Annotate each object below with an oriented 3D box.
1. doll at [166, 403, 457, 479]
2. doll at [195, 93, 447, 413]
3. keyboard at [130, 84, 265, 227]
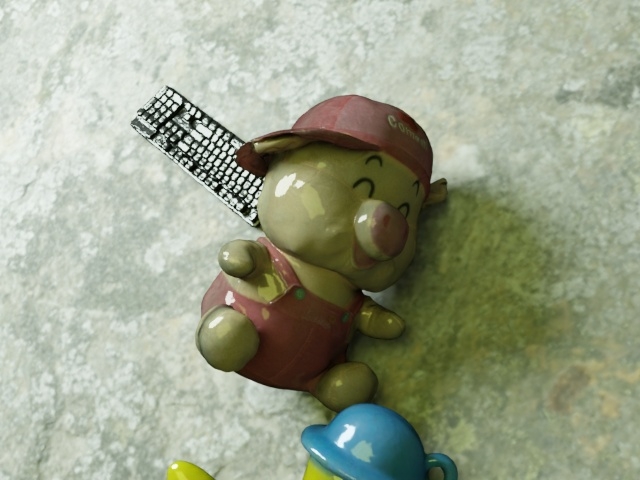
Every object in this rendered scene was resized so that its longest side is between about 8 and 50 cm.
[{"bbox_3d":[-0.058,0.254,0.956,0.363,0.145,0.199,-25,101,2],"label":"doll"},{"bbox_3d":[0.003,0.001,0.992,0.152,0.196,0.255,22,86,30],"label":"doll"},{"bbox_3d":[-0.108,-0.084,1.170,0.195,0.018,0.060,38,84,30],"label":"keyboard"}]
